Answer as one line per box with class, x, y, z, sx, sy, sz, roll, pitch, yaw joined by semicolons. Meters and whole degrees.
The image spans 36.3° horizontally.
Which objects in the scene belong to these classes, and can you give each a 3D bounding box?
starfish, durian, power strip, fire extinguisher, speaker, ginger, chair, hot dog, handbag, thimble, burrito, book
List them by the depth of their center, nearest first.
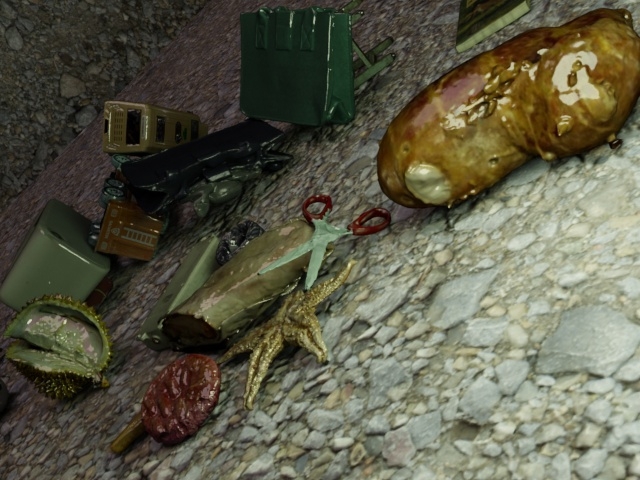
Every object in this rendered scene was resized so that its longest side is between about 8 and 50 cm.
ginger;0.255;-0.165;1.316;0.418;0.176;0.254;-29;20;14
starfish;-0.063;0.144;1.425;0.295;0.048;0.231;-33;25;22
hot dog;-0.276;0.284;1.534;0.137;0.028;0.044;-44;8;-7
burrito;-0.129;0.083;1.566;0.348;0.107;0.175;-37;7;7
thimble;-0.133;0.018;1.734;0.095;0.066;0.104;-36;27;16
power strip;-0.248;0.094;1.796;0.078;0.052;0.272;-20;30;41
durian;-0.466;0.211;1.842;0.237;0.138;0.193;38;87;24
book;0.334;-0.458;1.892;0.160;0.024;0.228;-31;26;29
handbag;-0.053;-0.362;2.014;0.089;0.238;0.326;-9;17;-35
handbag;-0.231;-0.144;2.015;0.326;0.118;0.269;-23;20;-12
chair;0.017;-0.389;2.117;0.270;0.136;0.147;-32;24;18
fire extinguisher;-0.494;0.134;2.120;0.056;0.039;0.132;-47;14;43
speaker;-0.598;0.050;2.206;0.184;0.183;0.406;-55;16;3

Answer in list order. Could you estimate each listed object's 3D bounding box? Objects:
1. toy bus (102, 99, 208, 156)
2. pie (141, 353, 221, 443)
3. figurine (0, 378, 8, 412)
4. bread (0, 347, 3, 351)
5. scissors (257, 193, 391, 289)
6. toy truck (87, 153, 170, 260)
toy bus;-0.405;-0.267;2.402;0.157;0.139;0.289;4;1;22
pie;-0.209;0.234;1.468;0.154;0.036;0.154;-25;42;26
figurine;-0.699;0.345;2.002;0.147;0.093;0.197;-45;21;22
bread;-0.859;0.386;2.220;0.248;0.279;0.315;-28;69;30
scissors;0.000;0.000;1.459;0.144;0.017;0.247;14;34;22
toy truck;-0.421;-0.076;2.217;0.305;0.162;0.136;-101;30;-64
